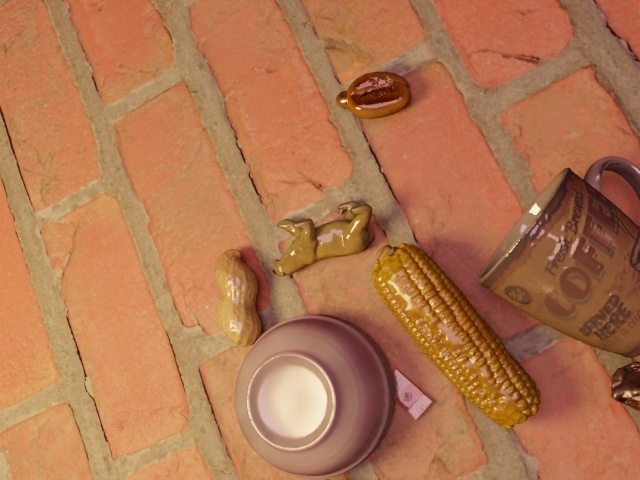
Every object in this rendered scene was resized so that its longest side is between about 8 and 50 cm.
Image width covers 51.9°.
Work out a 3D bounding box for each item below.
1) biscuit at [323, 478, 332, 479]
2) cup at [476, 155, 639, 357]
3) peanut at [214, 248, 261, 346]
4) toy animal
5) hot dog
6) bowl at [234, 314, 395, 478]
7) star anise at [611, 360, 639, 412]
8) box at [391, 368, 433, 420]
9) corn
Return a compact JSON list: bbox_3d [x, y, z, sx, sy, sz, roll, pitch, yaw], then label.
[{"bbox_3d":[-0.019,0.524,1.124,0.249,0.035,0.184,-41,87,9],"label":"biscuit"},{"bbox_3d":[0.434,0.020,1.023,0.257,0.227,0.301,37,79,6],"label":"cup"},{"bbox_3d":[-0.156,0.106,1.227,0.082,0.082,0.187,-10,79,14],"label":"peanut"},{"bbox_3d":[0.000,0.000,1.202,0.218,0.103,0.101,-15,101,9],"label":"toy animal"},{"bbox_3d":[0.098,-0.267,1.227,0.140,0.060,0.090,-12,74,7],"label":"hot dog"},{"bbox_3d":[-0.027,0.268,1.125,0.286,0.144,0.287,-2,83,19],"label":"bowl"},{"bbox_3d":[0.537,0.219,0.962,0.214,0.220,0.099,9,57,10],"label":"star anise"},{"bbox_3d":[0.150,0.269,1.148,0.083,0.012,0.046,41,93,19],"label":"box"},{"bbox_3d":[0.217,0.151,1.093,0.120,0.120,0.363,-42,74,6],"label":"corn"}]
